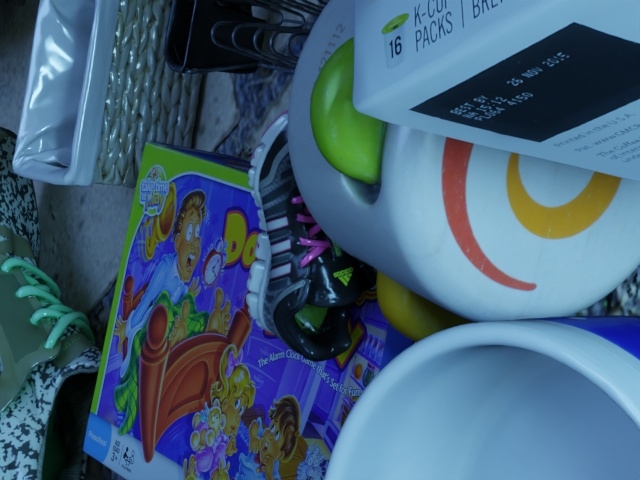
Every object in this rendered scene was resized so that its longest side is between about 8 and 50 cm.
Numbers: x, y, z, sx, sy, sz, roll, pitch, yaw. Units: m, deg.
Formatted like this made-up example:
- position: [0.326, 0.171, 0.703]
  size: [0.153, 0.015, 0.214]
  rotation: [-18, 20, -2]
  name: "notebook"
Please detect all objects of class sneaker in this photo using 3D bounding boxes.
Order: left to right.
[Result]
- position: [-0.232, 0.094, 1.588]
  size: [0.182, 0.158, 0.410]
  rotation: [-12, 68, 23]
  name: "sneaker"
- position: [0.000, 0.000, 1.108]
  size: [0.075, 0.063, 0.170]
  rotation: [46, 141, 40]
  name: "sneaker"

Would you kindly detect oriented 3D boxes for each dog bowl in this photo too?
- position: [0.122, 0.168, 0.953]
  size: [0.265, 0.104, 0.265]
  rotation: [4, 95, 48]
  name: "dog bowl"

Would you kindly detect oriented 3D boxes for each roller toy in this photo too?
- position: [0.087, -0.060, 1.034]
  size: [0.191, 0.209, 0.146]
  rotation: [-39, 32, -15]
  name: "roller toy"

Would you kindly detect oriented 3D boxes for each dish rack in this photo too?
- position: [0.001, -0.201, 1.305]
  size: [0.271, 0.074, 0.208]
  rotation: [17, 98, 57]
  name: "dish rack"

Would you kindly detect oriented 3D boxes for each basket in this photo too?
- position: [-0.159, -0.120, 1.508]
  size: [0.113, 0.103, 0.167]
  rotation: [11, 92, 58]
  name: "basket"

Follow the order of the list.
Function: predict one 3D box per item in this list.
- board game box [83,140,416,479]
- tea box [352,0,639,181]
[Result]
- position: [-0.030, 0.077, 1.284]
  size: [0.347, 0.078, 0.233]
  rotation: [19, 98, 57]
  name: "board game box"
- position: [0.186, -0.222, 0.768]
  size: [0.329, 0.220, 0.324]
  rotation: [-23, 61, 57]
  name: "tea box"
